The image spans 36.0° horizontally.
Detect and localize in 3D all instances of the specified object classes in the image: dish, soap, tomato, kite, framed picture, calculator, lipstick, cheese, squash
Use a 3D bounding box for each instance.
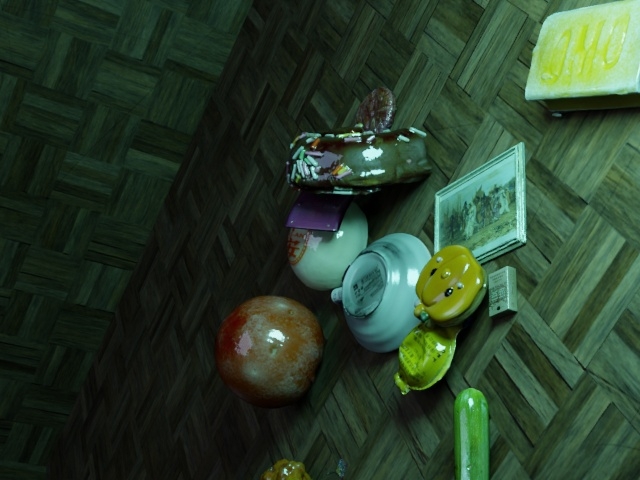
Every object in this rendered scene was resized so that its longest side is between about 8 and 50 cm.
[{"bbox_3d":[0.116,0.099,2.051,0.260,0.085,0.260,-24,58,44],"label":"dish"},{"bbox_3d":[0.473,-0.305,1.644,0.274,0.089,0.173,8,82,62],"label":"soap"},{"bbox_3d":[-0.125,0.252,2.297,0.265,0.265,0.264,-40,42,48],"label":"tomato"},{"bbox_3d":[0.037,0.487,2.119,0.078,0.002,0.044,-7,69,61],"label":"kite"},{"bbox_3d":[0.301,-0.049,1.905,0.274,0.017,0.217,-34,46,52],"label":"framed picture"},{"bbox_3d":[0.001,-0.081,2.229,0.190,0.127,0.034,-65,-27,-50],"label":"calculator"},{"bbox_3d":[0.073,0.118,2.220,0.141,0.040,0.040,-19,59,58],"label":"lipstick"},{"bbox_3d":[0.223,0.185,1.870,0.250,0.064,0.156,-56,31,13],"label":"cheese"},{"bbox_3d":[0.260,0.366,1.695,0.066,0.066,0.228,-30,51,54],"label":"squash"}]

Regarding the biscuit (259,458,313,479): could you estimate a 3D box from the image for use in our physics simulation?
[{"bbox_3d":[-0.086,0.657,2.142,0.312,0.111,0.318,-61,29,28],"label":"biscuit"}]

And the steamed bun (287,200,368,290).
[{"bbox_3d":[0.000,0.000,2.310,0.232,0.145,0.231,-39,43,48],"label":"steamed bun"}]

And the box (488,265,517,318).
[{"bbox_3d":[0.327,0.094,1.765,0.053,0.024,0.083,-34,45,52],"label":"box"}]

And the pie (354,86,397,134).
[{"bbox_3d":[0.132,-0.300,2.353,0.154,0.036,0.154,-38,44,48],"label":"pie"}]

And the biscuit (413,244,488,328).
[{"bbox_3d":[0.231,0.087,1.842,0.170,0.050,0.170,-33,39,32],"label":"biscuit"}]

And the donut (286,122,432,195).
[{"bbox_3d":[0.055,-0.180,2.171,0.345,0.259,0.136,-164,67,-64],"label":"donut"}]
